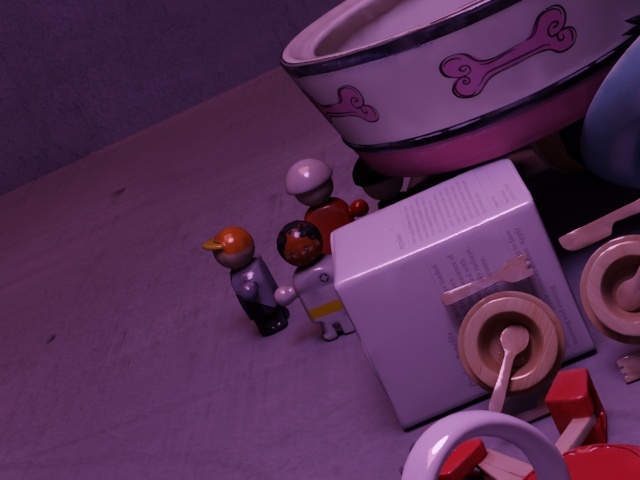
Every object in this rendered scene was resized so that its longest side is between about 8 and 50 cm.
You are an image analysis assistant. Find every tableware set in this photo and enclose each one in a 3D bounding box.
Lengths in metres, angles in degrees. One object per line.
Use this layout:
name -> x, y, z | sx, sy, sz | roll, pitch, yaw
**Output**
tableware set -> 0.200, 0.061, 0.963 | 0.194, 0.128, 0.039 | -26, -10, 9

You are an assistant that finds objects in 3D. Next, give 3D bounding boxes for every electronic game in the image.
electronic game -> 0.205, -0.119, 1.504 | 0.229, 0.048, 0.229 | -33, 0, 0

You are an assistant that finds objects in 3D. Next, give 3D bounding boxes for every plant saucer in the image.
plant saucer -> 0.389, -0.148, 1.130 | 0.318, 0.317, 0.043 | -28, 60, -3

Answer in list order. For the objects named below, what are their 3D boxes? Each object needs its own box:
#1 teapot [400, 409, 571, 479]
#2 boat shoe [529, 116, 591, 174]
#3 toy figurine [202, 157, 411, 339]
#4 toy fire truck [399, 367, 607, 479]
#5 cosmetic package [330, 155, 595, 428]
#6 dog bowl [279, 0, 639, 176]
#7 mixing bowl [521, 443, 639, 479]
teapot -> 0.025, 0.236, 0.580 | 0.253, 0.187, 0.256 | -29, 24, 16
boat shoe -> 0.454, -0.241, 1.372 | 0.500, 0.186, 0.156 | -37, 21, -10
toy figurine -> 0.000, 0.000, 1.371 | 0.209, 0.148, 0.213 | -37, 21, -29
toy fire truck -> 0.127, 0.173, 0.891 | 0.135, 0.047, 0.192 | -13, 23, 31
cosmetic package -> 0.121, 0.042, 1.087 | 0.184, 0.151, 0.151 | -23, 17, 7
dog bowl -> 0.171, -0.209, 1.234 | 0.408, 0.150, 0.408 | -24, 17, 8
mixing bowl -> 0.170, 0.185, 0.721 | 0.181, 0.098, 0.181 | -23, 19, 8
